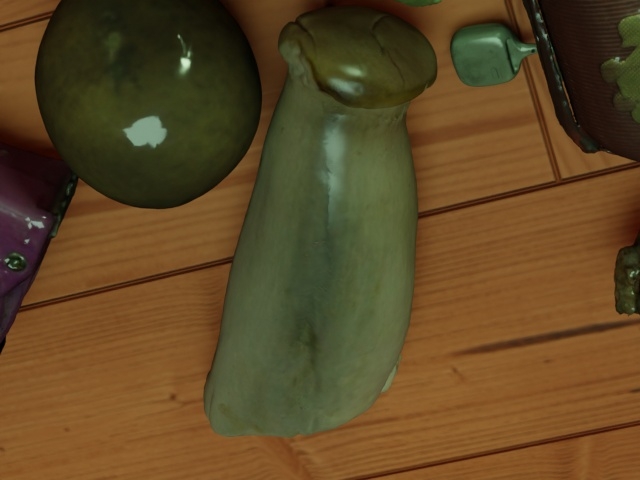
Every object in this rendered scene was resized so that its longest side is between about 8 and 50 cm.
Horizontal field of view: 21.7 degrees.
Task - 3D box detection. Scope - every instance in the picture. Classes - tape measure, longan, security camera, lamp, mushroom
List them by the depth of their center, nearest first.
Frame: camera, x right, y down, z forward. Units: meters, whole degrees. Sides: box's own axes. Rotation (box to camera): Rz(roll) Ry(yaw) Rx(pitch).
[{"bbox_3d":[0.236,-0.163,1.181,0.180,0.180,0.258,-16,118,15],"label":"lamp"},{"bbox_3d":[-0.130,-0.117,1.258,0.167,0.167,0.187,-15,100,14],"label":"longan"},{"bbox_3d":[0.146,-0.147,1.278,0.092,0.058,0.058,1,121,18],"label":"security camera"},{"bbox_3d":[0.008,0.005,1.331,0.154,0.137,0.407,20,127,9],"label":"mushroom"},{"bbox_3d":[-0.336,-0.004,1.348,0.231,0.149,0.245,21,119,-7],"label":"tape measure"}]

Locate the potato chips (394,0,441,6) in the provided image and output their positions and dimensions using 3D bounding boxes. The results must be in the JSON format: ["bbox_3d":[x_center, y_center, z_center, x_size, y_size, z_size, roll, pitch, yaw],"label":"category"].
[{"bbox_3d":[0.046,-0.360,1.041,0.389,0.097,0.373,38,87,-23],"label":"potato chips"}]

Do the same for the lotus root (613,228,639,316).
[{"bbox_3d":[0.375,0.004,1.288,0.303,0.131,0.146,-12,117,15],"label":"lotus root"}]
